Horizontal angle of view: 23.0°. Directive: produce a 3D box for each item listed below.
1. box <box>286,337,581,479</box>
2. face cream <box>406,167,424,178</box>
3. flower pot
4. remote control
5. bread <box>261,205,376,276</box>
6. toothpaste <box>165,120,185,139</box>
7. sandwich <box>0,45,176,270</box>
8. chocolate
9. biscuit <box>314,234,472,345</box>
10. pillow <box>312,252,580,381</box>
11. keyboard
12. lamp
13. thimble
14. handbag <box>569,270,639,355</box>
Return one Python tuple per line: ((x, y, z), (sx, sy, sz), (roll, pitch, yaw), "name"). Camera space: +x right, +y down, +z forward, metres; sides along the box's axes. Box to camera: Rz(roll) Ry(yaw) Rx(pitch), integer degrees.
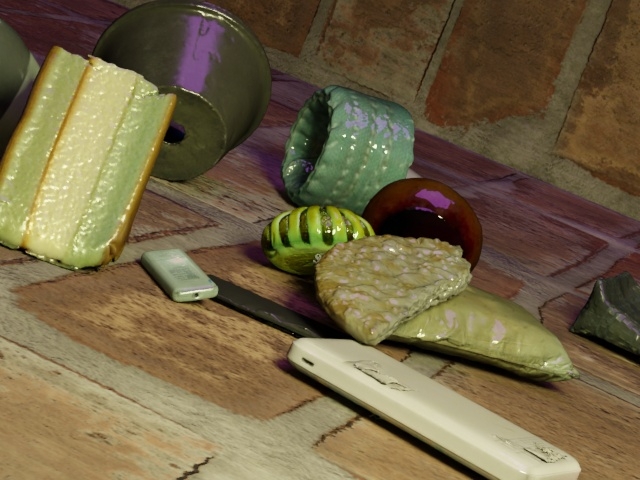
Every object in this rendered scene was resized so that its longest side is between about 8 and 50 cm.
((0.108, 0.165, 1.522), (0.285, 0.044, 0.142), (27, 10, 29), "box")
((0.154, -0.038, 2.409), (0.102, 0.102, 0.345), (16, 12, -22), "face cream")
((-0.203, -0.191, 2.229), (0.269, 0.269, 0.166), (18, 33, -13), "flower pot")
((-0.152, 0.036, 1.690), (0.053, 0.017, 0.124), (-8, 23, -23), "remote control")
((0.000, 0.000, 1.923), (0.139, 0.071, 0.130), (-5, -21, 21), "bread")
((-0.235, -0.188, 2.564), (0.096, 0.061, 0.266), (24, 5, 21), "toothpaste")
((-0.256, -0.096, 1.691), (0.155, 0.198, 0.227), (20, 11, -6), "sandwich")
((0.135, -0.011, 2.111), (0.177, 0.176, 0.177), (20, 11, -4), "chocolate")
((0.067, 0.043, 1.744), (0.141, 0.038, 0.290), (25, 26, 21), "biscuit")
((0.143, 0.090, 1.848), (0.302, 0.075, 0.185), (15, 18, -23), "pillow")
((-0.048, 0.081, 1.708), (0.196, 0.015, 0.074), (24, 8, 11), "keyboard")
((-0.376, -0.170, 1.897), (0.314, 0.182, 0.182), (19, 10, -35), "lamp")
((0.036, -0.125, 2.387), (0.143, 0.198, 0.235), (16, -21, -18), "thimble")
((0.469, 0.127, 2.272), (0.175, 0.088, 0.270), (33, 15, 20), "handbag")
